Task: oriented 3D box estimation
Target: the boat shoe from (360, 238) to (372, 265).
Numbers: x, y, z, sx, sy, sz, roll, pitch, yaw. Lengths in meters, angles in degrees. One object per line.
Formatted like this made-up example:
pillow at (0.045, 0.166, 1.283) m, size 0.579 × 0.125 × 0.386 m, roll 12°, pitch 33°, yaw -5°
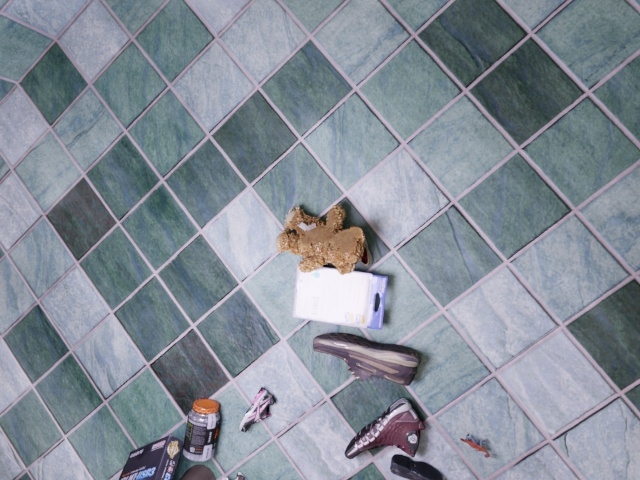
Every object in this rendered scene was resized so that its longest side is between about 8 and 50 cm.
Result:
boat shoe at (0.133, 0.022, 1.629) m, size 0.050 × 0.045 × 0.135 m, roll -30°, pitch 83°, yaw 14°

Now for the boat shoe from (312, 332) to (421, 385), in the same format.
boat shoe at (0.139, 0.391, 1.590) m, size 0.356 × 0.132 × 0.130 m, roll 10°, pitch 93°, yaw 16°

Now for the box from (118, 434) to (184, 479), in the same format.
box at (-0.618, 0.852, 1.690) m, size 0.296 × 0.293 × 0.073 m, roll -31°, pitch 123°, yaw 34°

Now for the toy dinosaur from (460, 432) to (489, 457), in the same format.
toy dinosaur at (0.487, 0.649, 1.535) m, size 0.082 × 0.090 × 0.047 m, roll 39°, pitch 119°, yaw 43°

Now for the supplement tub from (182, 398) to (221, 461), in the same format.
supplement tub at (-0.422, 0.674, 1.753) m, size 0.117 × 0.117 × 0.190 m, roll 11°, pitch 94°, yaw 15°

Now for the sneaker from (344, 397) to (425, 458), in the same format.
sneaker at (0.221, 0.658, 1.587) m, size 0.281 × 0.106 × 0.162 m, roll -43°, pitch 83°, yaw 11°

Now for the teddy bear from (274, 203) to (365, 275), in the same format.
teddy bear at (0.000, 0.000, 1.617) m, size 0.338 × 0.113 × 0.244 m, roll -1°, pitch 64°, yaw 25°

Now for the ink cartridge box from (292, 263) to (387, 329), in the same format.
ink cartridge box at (0.066, 0.186, 1.642) m, size 0.312 × 0.065 × 0.185 m, roll 6°, pitch 92°, yaw 18°

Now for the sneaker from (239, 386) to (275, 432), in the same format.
sneaker at (-0.221, 0.610, 1.725) m, size 0.077 × 0.072 × 0.178 m, roll 32°, pitch 104°, yaw 2°

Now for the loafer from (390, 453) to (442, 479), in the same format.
loafer at (0.309, 0.754, 1.593) m, size 0.170 × 0.062 × 0.061 m, roll 18°, pitch 118°, yaw 18°

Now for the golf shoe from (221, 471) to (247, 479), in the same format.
golf shoe at (-0.348, 0.892, 1.726) m, size 0.093 × 0.198 × 0.077 m, roll 61°, pitch 146°, yaw 20°

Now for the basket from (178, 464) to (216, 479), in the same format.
basket at (-0.485, 0.932, 1.718) m, size 0.154 × 0.227 × 0.204 m, roll 20°, pitch 95°, yaw 14°
